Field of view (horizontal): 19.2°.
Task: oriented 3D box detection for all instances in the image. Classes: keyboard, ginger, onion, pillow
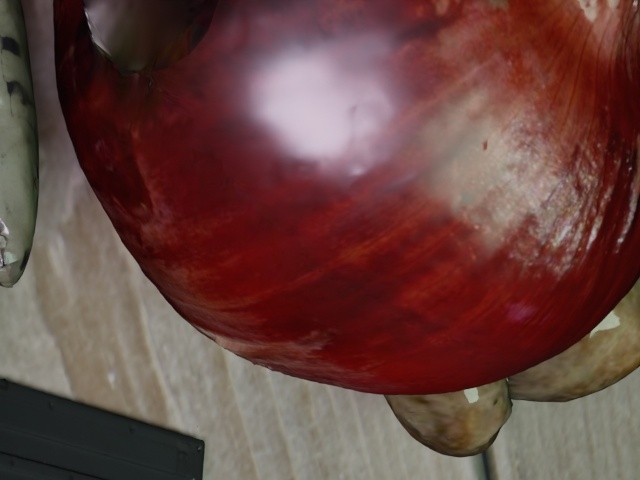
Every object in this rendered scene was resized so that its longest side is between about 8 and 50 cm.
[{"bbox_3d":[-0.125,0.146,1.129,0.381,0.041,0.103,21,65,-42],"label":"keyboard"},{"bbox_3d":[0.157,0.004,1.254,0.244,0.155,0.304,7,107,-39],"label":"ginger"},{"bbox_3d":[0.013,-0.099,0.952,0.341,0.341,0.341,-22,125,-34],"label":"onion"},{"bbox_3d":[-0.166,-0.094,0.915,0.051,0.093,0.241,-10,85,-1],"label":"pillow"}]
